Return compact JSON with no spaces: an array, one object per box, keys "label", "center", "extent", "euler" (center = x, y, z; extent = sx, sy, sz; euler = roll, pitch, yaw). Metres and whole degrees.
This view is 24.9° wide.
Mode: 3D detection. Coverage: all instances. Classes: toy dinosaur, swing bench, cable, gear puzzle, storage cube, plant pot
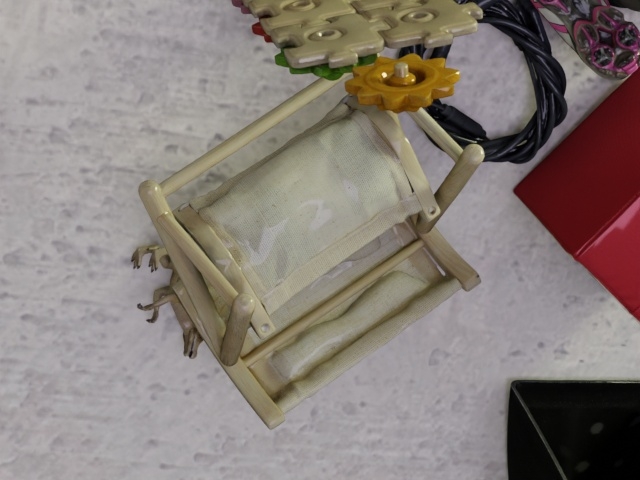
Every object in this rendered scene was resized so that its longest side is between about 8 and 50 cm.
[{"label":"toy dinosaur","center":[-0.128,0.022,1.392],"extent":[0.092,0.053,0.183],"euler":[5,112,-33]},{"label":"swing bench","center":[0.000,0.000,1.313],"extent":[0.253,0.165,0.255],"euler":[-34,154,-14]},{"label":"cable","center":[0.159,-0.150,1.404],"extent":[0.150,0.047,0.184],"euler":[-25,113,-6]},{"label":"gear puzzle","center":[0.040,-0.170,1.209],"extent":[0.175,0.339,0.044],"euler":[-13,119,-11]},{"label":"storage cube","center":[0.336,-0.030,1.404],"extent":[0.193,0.215,0.183],"euler":[-45,113,9]},{"label":"plant pot","center":[0.294,0.267,1.512],"extent":[0.188,0.187,0.167],"euler":[3,119,-16]}]

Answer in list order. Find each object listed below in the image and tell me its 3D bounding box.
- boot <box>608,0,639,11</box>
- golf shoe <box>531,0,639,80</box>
[{"label":"boot","center":[0.283,-0.307,1.322],"extent":[0.083,0.161,0.246],"euler":[-31,113,-4]},{"label":"golf shoe","center":[0.237,-0.231,1.387],"extent":[0.067,0.086,0.186],"euler":[-32,90,2]}]
